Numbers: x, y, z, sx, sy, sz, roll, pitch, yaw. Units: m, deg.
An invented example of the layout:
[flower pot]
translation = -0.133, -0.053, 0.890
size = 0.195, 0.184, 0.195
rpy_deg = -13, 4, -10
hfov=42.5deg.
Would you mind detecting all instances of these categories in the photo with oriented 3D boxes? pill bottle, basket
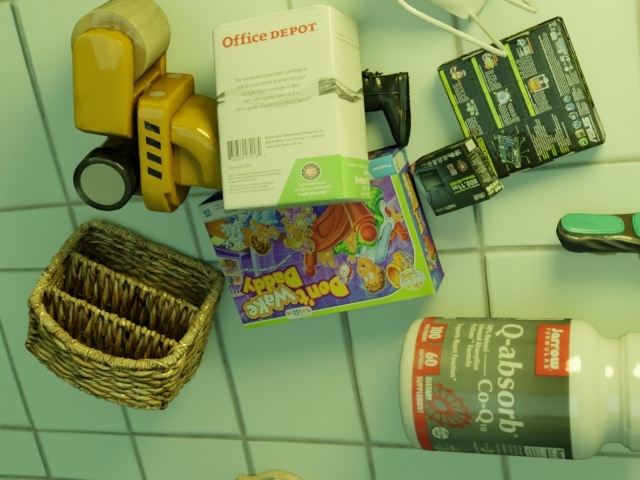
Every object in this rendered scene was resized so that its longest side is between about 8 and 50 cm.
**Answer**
[pill bottle]
translation = 0.317, 0.221, 1.245
size = 0.363, 0.210, 0.210
rpy_deg = -2, 110, 20
[basket]
translation = -0.354, 0.131, 1.446
size = 0.299, 0.213, 0.223
rpy_deg = 24, 118, 9

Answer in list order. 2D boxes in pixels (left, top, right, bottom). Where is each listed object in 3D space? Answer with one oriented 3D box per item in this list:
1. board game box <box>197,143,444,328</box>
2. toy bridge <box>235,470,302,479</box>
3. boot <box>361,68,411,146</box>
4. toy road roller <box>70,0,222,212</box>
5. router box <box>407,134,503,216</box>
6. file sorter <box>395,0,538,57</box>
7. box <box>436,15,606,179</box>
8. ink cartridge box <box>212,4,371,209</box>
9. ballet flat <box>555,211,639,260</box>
[board game box]
translation = 0.000, 0.000, 1.343
size = 0.347, 0.078, 0.233
rpy_deg = -13, 106, 24
[toy bridge]
translation = -0.079, 0.480, 1.595
size = 0.188, 0.026, 0.063
rpy_deg = 7, 111, 17
[boot]
translation = 0.086, -0.202, 1.250
size = 0.099, 0.045, 0.121
rpy_deg = 1, 104, 17
[toy road roller]
translation = -0.242, -0.203, 1.288
size = 0.241, 0.202, 0.329
rpy_deg = 6, 118, 4
[router box]
translation = 0.200, -0.094, 1.228
size = 0.122, 0.038, 0.092
rpy_deg = -20, 105, 54
[file sorter]
translation = 0.213, -0.395, 1.011
size = 0.193, 0.173, 0.277
rpy_deg = 17, 122, -27
[box]
translation = 0.288, -0.197, 1.181
size = 0.184, 0.045, 0.190
rpy_deg = -19, 104, 28
[ink cartridge box]
translation = -0.043, -0.186, 1.212
size = 0.199, 0.115, 0.272
rpy_deg = -4, 90, 25
[ballet flat]
translation = 0.446, -0.005, 1.194
size = 0.203, 0.074, 0.074
rpy_deg = 2, 111, 13
